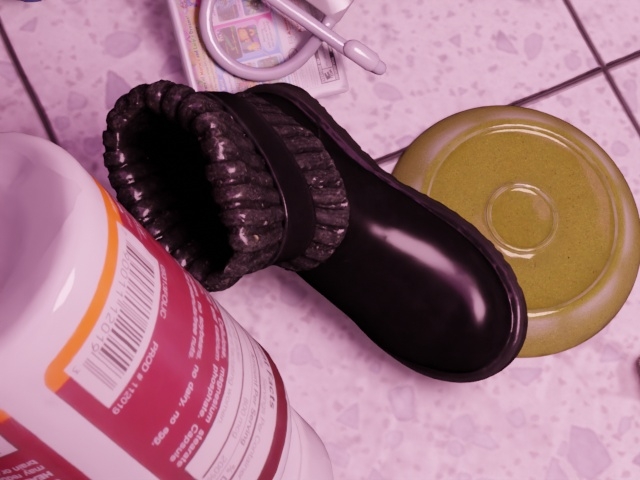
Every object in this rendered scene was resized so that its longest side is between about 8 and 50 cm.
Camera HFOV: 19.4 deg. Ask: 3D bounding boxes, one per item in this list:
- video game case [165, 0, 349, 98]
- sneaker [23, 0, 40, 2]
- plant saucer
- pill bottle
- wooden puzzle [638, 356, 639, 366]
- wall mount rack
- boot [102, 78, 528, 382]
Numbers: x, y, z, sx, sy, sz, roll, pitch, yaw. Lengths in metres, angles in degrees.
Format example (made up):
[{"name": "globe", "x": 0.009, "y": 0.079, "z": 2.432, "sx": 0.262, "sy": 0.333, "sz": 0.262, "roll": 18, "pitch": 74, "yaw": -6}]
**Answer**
[{"name": "video game case", "x": -0.060, "y": -0.193, "z": 1.676, "sx": 0.143, "sy": 0.019, "sz": 0.157, "roll": -15, "pitch": 95, "yaw": -14}, {"name": "sneaker", "x": -0.373, "y": -0.329, "z": 1.632, "sx": 0.182, "sy": 0.127, "sz": 0.315, "roll": -23, "pitch": 84, "yaw": -16}, {"name": "plant saucer", "x": 0.176, "y": -0.016, "z": 1.671, "sx": 0.241, "sy": 0.037, "sz": 0.241, "roll": 3, "pitch": 71, "yaw": -9}, {"name": "pill bottle", "x": -0.159, "y": 0.116, "z": 1.370, "sx": 0.224, "sy": 0.392, "sz": 0.224, "roll": -17, "pitch": 50, "yaw": 21}, {"name": "wooden puzzle", "x": 0.413, "y": 0.184, "z": 1.638, "sx": 0.221, "sy": 0.044, "sz": 0.239, "roll": -12, "pitch": 74, "yaw": -13}, {"name": "wall mount rack", "x": -0.017, "y": -0.311, "z": 1.581, "sx": 0.304, "sy": 0.130, "sz": 0.350, "roll": 33, "pitch": 94, "yaw": -12}, {"name": "boot", "x": -0.003, "y": 0.003, "z": 1.512, "sx": 0.348, "sy": 0.260, "sz": 0.131, "roll": 40, "pitch": 106, "yaw": 11}]
